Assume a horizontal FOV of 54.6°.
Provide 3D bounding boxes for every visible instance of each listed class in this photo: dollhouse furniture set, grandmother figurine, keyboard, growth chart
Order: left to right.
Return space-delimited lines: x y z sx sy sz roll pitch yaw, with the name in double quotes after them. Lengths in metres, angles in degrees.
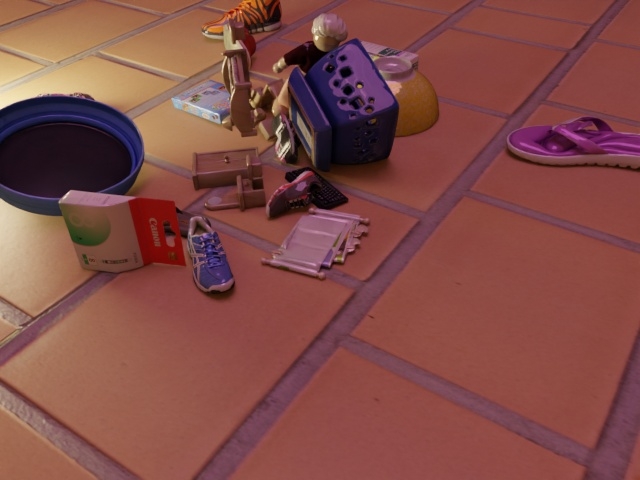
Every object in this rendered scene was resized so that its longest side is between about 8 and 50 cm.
-0.242 -0.295 1.480 0.174 0.355 0.303 -8 40 -6 "dollhouse furniture set"
-0.147 -0.357 1.812 0.144 0.123 0.151 -28 81 -28 "dollhouse furniture set"
-0.023 -0.129 1.530 0.108 0.023 0.180 -24 43 -24 "keyboard"
-0.015 -0.455 1.630 0.208 0.342 0.104 -13 67 -27 "grandmother figurine"
0.000 0.000 1.372 0.172 0.021 0.237 18 43 21 "growth chart"

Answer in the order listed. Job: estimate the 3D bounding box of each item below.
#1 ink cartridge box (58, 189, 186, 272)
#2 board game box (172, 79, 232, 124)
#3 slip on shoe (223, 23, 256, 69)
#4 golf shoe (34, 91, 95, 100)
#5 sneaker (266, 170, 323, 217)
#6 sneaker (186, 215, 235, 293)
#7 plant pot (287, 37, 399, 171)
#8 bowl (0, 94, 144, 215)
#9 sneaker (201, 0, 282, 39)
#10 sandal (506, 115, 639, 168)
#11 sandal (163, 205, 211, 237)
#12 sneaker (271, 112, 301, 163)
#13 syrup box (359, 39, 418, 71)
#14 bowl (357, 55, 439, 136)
-0.402 -0.009 1.274 0.225 0.181 0.056 8 41 9 "ink cartridge box"
-0.320 -0.424 1.886 0.211 0.039 0.160 24 46 33 "board game box"
-0.269 -0.672 2.138 0.101 0.123 0.331 -7 35 -12 "slip on shoe"
-0.780 -0.414 1.888 0.186 0.067 0.086 0 11 6 "golf shoe"
-0.058 -0.101 1.458 0.158 0.061 0.065 -41 66 -16 "sneaker"
-0.239 0.031 1.296 0.080 0.081 0.211 -18 43 -21 "sneaker"
0.045 -0.322 1.564 0.212 0.236 0.236 -22 68 -11 "plant pot"
-0.641 -0.215 1.544 0.391 0.077 0.391 9 47 -10 "bowl"
-0.301 -0.870 2.324 0.321 0.180 0.124 -21 43 -22 "sneaker"
0.701 -0.272 1.613 0.416 0.102 0.169 5 40 9 "sandal"
-0.359 -0.054 1.422 0.219 0.060 0.090 10 41 14 "sandal"
-0.076 -0.275 1.678 0.077 0.072 0.178 16 46 -31 "sneaker"
0.191 -0.568 2.001 0.237 0.096 0.093 24 45 29 "syrup box"
0.204 -0.439 1.796 0.289 0.156 0.289 -1 39 1 "bowl"
